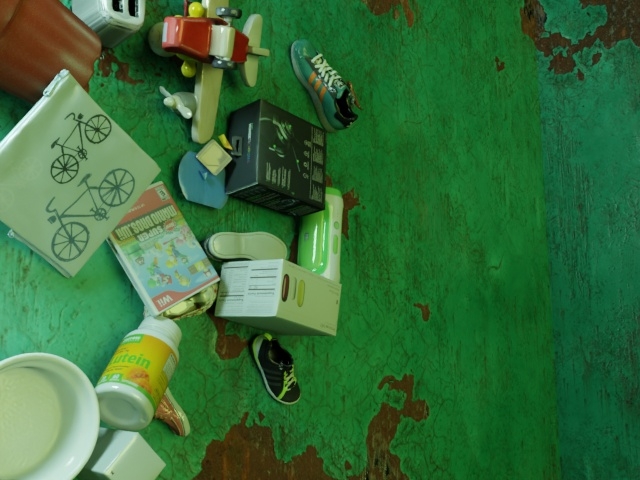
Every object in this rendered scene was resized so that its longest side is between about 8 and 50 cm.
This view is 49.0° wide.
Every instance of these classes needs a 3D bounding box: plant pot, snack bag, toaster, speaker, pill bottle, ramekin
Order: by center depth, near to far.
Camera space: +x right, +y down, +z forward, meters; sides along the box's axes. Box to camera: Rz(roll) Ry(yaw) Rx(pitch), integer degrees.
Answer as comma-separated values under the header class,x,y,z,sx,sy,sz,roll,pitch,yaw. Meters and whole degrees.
class,x,y,z,sx,sy,sz,roll,pitch,yaw
ramekin,-0.590,0.359,1.372,0.277,0.135,0.277,9,77,-43
plant pot,-0.609,-0.409,1.410,0.265,0.273,0.272,34,60,-46
snack bag,-0.529,-0.127,1.458,0.323,0.037,0.342,-54,141,-14
pill bottle,-0.394,0.282,1.547,0.136,0.136,0.245,54,29,-25
toaster,-0.487,-0.547,1.616,0.129,0.146,0.226,5,80,-44
speaker,0.000,0.000,2.029,0.131,0.131,0.296,15,73,-43

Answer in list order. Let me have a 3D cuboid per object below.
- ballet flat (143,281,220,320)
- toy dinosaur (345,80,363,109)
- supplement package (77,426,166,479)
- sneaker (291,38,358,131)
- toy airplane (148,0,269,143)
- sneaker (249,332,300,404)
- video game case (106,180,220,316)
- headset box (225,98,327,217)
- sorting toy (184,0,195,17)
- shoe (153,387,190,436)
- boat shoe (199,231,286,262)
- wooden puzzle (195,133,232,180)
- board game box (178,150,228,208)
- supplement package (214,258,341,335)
class,x,y,z,sx,sy,sz,roll,pitch,yaw
ballet flat,-0.321,0.152,1.718,0.241,0.077,0.091,-29,103,-44
toy dinosaur,0.100,-0.467,2.252,0.090,0.047,0.082,7,106,-15
supplement package,-0.434,0.471,1.478,0.105,0.179,0.105,-50,118,-37
sneaker,0.022,-0.481,2.134,0.108,0.121,0.302,-44,114,-40
toy airplane,-0.291,-0.499,1.761,0.384,0.273,0.386,85,16,-56
sneaker,-0.109,0.350,1.883,0.084,0.097,0.234,-47,116,-39
video game case,-0.386,0.015,1.661,0.204,0.025,0.285,-31,90,-44
headset box,-0.123,-0.220,1.922,0.283,0.131,0.246,17,67,-45
sorting toy,-0.325,-0.701,1.867,0.132,0.046,0.274,-8,98,-46
shoe,-0.377,0.397,1.635,0.081,0.063,0.178,-34,102,-41
boat shoe,-0.203,0.026,1.856,0.255,0.079,0.095,1,85,-43
wooden puzzle,-0.274,-0.214,1.808,0.116,0.014,0.078,-42,100,-19
board game box,-0.309,-0.152,1.813,0.169,0.033,0.133,15,68,-48
supplement package,-0.104,0.154,1.818,0.262,0.204,0.145,26,66,-50
